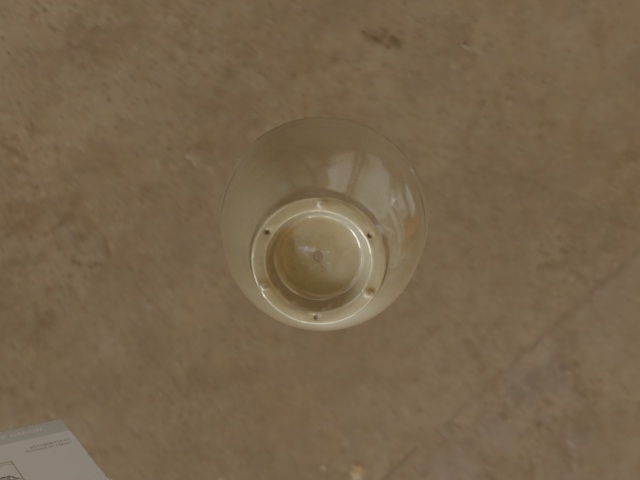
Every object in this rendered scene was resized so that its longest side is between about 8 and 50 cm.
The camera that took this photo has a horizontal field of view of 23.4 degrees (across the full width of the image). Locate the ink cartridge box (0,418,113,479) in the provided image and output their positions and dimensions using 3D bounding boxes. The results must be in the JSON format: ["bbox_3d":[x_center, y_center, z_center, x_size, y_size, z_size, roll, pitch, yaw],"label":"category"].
[{"bbox_3d":[-0.282,0.235,1.168,0.275,0.239,0.060,-10,112,-27],"label":"ink cartridge box"}]

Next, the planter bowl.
[{"bbox_3d":[0.000,0.000,1.140,0.162,0.109,0.162,1,108,2],"label":"planter bowl"}]
